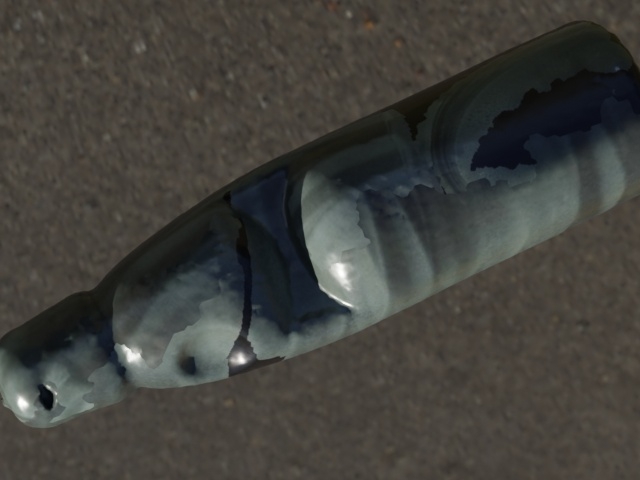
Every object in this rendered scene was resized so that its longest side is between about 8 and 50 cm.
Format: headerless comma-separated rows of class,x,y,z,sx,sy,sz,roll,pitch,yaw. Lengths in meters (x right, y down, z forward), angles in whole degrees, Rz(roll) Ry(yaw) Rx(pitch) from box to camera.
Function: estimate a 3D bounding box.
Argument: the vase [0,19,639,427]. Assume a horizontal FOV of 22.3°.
vase,0.000,0.000,0.491,0.211,0.060,0.060,-24,138,-8
